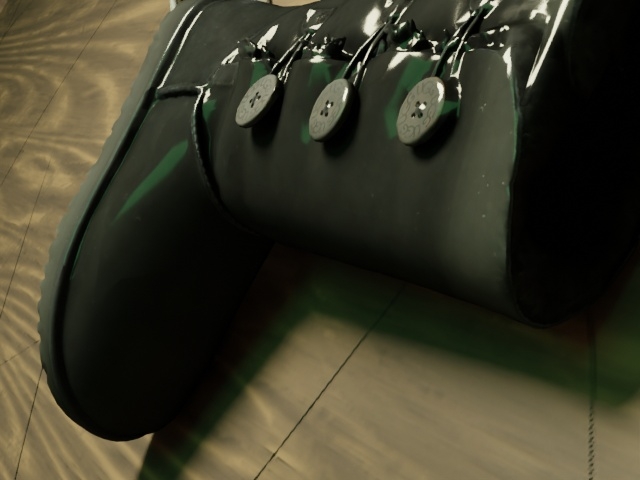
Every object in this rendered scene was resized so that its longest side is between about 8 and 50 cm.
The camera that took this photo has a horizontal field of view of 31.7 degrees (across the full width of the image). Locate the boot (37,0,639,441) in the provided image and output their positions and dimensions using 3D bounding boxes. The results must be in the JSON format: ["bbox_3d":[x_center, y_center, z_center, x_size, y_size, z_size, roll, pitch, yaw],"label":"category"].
[{"bbox_3d":[0.000,-0.002,0.726,0.445,0.146,0.367,11,85,50],"label":"boot"}]

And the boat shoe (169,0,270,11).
[{"bbox_3d":[-0.106,-0.215,1.145,0.118,0.103,0.320,-46,29,22],"label":"boat shoe"}]
